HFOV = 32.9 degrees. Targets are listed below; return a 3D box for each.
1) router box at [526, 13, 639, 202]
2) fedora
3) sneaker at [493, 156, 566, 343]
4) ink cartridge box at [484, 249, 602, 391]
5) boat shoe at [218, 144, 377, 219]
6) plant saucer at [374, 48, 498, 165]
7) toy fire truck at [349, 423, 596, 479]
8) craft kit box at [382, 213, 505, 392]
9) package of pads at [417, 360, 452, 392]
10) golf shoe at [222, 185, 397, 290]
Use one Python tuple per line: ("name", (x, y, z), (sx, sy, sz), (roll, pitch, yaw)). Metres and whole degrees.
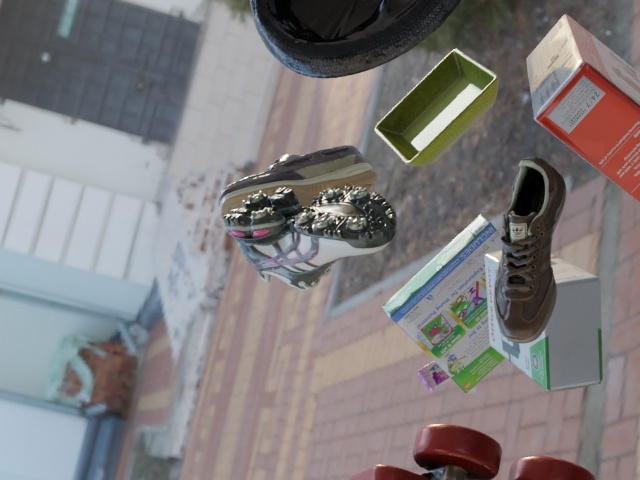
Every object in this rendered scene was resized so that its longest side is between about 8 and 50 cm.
("router box", (0.389, -0.122, 1.290), (0.082, 0.301, 0.335), (-51, 6, 21))
("fedora", (0.074, -0.352, 1.455), (0.152, 0.334, 0.334), (23, -100, -63))
("sneaker", (0.200, 0.006, 1.088), (0.066, 0.071, 0.188), (0, 70, 34))
("ink cartridge box", (0.310, 0.104, 1.524), (0.208, 0.087, 0.153), (-139, 42, -73))
("boat shoe", (-0.045, -0.097, 1.814), (0.092, 0.285, 0.103), (62, 155, 30))
("plant saucer", (0.188, -0.199, 1.694), (0.188, 0.045, 0.188), (-44, 26, 6))
("toy fire truck", (0.163, 0.342, 1.265), (0.254, 0.302, 0.169), (134, 154, -59))
("craft kit box", (0.282, 0.120, 1.986), (0.250, 0.246, 0.061), (-43, 26, 3))
("package of pads", (0.236, 0.257, 2.117), (0.050, 0.083, 0.032), (55, 166, 22))
("golf shoe", (0.000, 0.000, 1.374), (0.273, 0.120, 0.105), (4, 33, 47))
